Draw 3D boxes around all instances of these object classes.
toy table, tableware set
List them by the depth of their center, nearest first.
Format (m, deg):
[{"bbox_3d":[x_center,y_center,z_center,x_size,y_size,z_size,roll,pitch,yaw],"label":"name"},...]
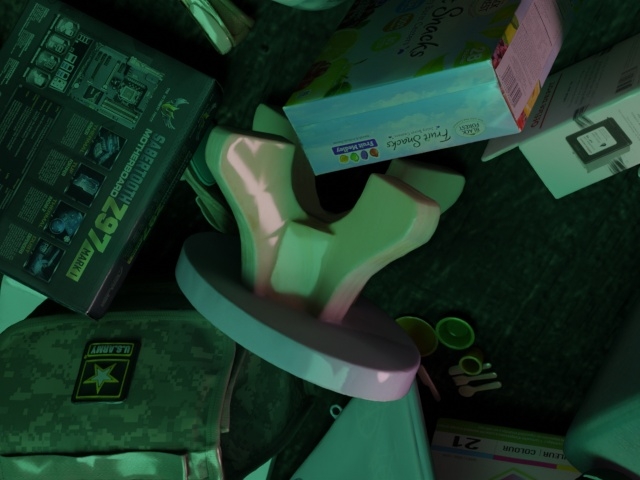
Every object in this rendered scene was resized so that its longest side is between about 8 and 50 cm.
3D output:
[{"bbox_3d":[0.000,0.000,1.481,0.274,0.252,0.161,31,108,39],"label":"toy table"},{"bbox_3d":[0.087,0.119,1.680,0.154,0.024,0.104,-13,119,30],"label":"tableware set"}]

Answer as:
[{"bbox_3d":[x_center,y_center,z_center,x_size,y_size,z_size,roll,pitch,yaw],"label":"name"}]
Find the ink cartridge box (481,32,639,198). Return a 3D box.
[{"bbox_3d":[0.224,-0.101,1.405,0.180,0.104,0.060,-24,114,35],"label":"ink cartridge box"}]

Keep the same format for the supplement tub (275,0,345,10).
[{"bbox_3d":[0.058,-0.315,1.254,0.316,0.193,0.193,-32,109,38],"label":"supplement tub"}]

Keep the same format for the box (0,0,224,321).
[{"bbox_3d":[-0.217,-0.073,1.534,0.183,0.233,0.059,27,175,10],"label":"box"}]

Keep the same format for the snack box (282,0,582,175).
[{"bbox_3d":[0.090,-0.143,1.360,0.174,0.207,0.070,-10,121,29],"label":"snack box"}]

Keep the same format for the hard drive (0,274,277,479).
[{"bbox_3d":[-0.185,0.152,1.808,0.307,0.040,0.203,21,130,6],"label":"hard drive"}]

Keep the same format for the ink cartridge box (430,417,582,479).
[{"bbox_3d":[0.173,0.306,1.624,0.188,0.255,0.097,7,146,18],"label":"ink cartridge box"}]

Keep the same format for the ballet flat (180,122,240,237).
[{"bbox_3d":[-0.102,-0.052,1.611,0.052,0.057,0.168,-12,119,39],"label":"ballet flat"}]

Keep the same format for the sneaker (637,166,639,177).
[{"bbox_3d":[0.316,-0.079,1.413,0.075,0.057,0.161,31,134,-9],"label":"sneaker"}]

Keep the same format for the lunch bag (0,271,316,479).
[{"bbox_3d":[-0.157,0.133,1.588,0.235,0.287,0.169,-2,108,16],"label":"lunch bag"}]

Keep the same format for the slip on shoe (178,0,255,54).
[{"bbox_3d":[-0.108,-0.220,1.497,0.041,0.051,0.135,-39,99,-2],"label":"slip on shoe"}]

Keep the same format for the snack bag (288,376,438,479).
[{"bbox_3d":[0.042,0.302,1.651,0.037,0.323,0.342,7,141,-23],"label":"snack bag"}]

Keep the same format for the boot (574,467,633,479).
[{"bbox_3d":[0.187,0.317,1.443,0.094,0.246,0.207,28,160,22],"label":"boot"}]

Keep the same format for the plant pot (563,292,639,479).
[{"bbox_3d":[0.342,0.135,1.454,0.247,0.248,0.252,41,146,-11],"label":"plant pot"}]
